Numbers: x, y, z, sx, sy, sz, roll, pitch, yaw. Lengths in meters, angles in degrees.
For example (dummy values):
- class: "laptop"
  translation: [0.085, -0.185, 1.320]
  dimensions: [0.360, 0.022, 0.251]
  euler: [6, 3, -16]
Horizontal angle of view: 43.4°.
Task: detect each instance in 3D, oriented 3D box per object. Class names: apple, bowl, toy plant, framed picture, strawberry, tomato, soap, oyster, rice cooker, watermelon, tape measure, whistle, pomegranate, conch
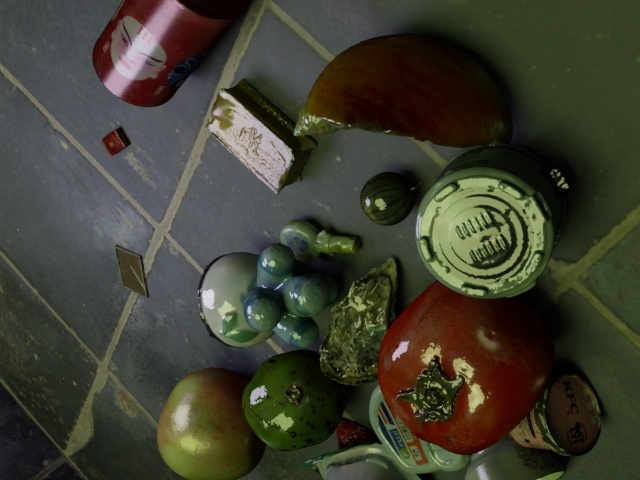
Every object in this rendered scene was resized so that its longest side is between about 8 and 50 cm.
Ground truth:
- class: "apple"
  translation: [0.147, -0.240, 1.354]
  dimensions: [0.346, 0.254, 0.179]
  euler: [15, 153, 22]
- class: "bowl"
  translation: [0.382, 0.469, 1.643]
  dimensions: [0.211, 0.211, 0.112]
  euler: [-56, 50, 46]
- class: "toy plant"
  translation: [-0.097, 0.126, 1.794]
  dimensions: [0.332, 0.247, 0.247]
  euler: [-7, 111, 49]
- class: "framed picture"
  translation: [-0.552, 0.091, 2.352]
  dimensions: [0.109, 0.011, 0.149]
  euler: [20, 129, 32]
- class: "strawberry"
  translation: [0.097, 0.531, 2.024]
  dimensions: [0.187, 0.082, 0.146]
  euler: [52, 130, 8]
- class: "tomato"
  translation: [0.263, 0.222, 1.501]
  dimensions: [0.293, 0.290, 0.325]
  euler: [41, 129, 13]
- class: "soap"
  translation: [-0.131, -0.222, 1.725]
  dimensions: [0.233, 0.076, 0.135]
  euler: [41, 138, 12]
- class: "oyster"
  translation: [0.099, 0.186, 1.756]
  dimensions: [0.162, 0.158, 0.351]
  euler: [8, 125, -13]
- class: "rice cooker"
  translation: [0.289, -0.035, 1.363]
  dimensions: [0.280, 0.227, 0.241]
  euler: [-33, 95, 26]
- class: "watermelon"
  translation: [0.140, -0.085, 1.555]
  dimensions: [0.133, 0.105, 0.105]
  euler: [-25, 99, 32]
- class: "tape measure"
  translation: [0.229, 0.379, 1.764]
  dimensions: [0.246, 0.125, 0.243]
  euler: [-24, 93, 44]
- class: "whistle"
  translation: [0.000, 0.000, 1.776]
  dimensions: [0.198, 0.057, 0.104]
  euler: [2, 129, 33]
- class: "pomegranate"
  translation: [-0.063, 0.389, 1.954]
  dimensions: [0.254, 0.254, 0.270]
  euler: [49, 166, 5]
- class: "conch"
  translation: [0.036, -0.259, 1.535]
  dimensions: [0.173, 0.106, 0.116]
  euler: [12, 143, 20]
- class: "apple"
  translation: [-0.275, 0.498, 2.159]
  dimensions: [0.277, 0.319, 0.319]
  euler: [18, 128, 17]

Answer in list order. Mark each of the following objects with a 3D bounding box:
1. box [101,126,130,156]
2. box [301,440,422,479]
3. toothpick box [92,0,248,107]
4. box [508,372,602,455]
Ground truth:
- class: "box"
  translation: [-0.534, -0.257, 2.098]
  dimensions: [0.082, 0.023, 0.051]
  euler: [-21, 101, 47]
- class: "box"
  translation: [0.137, 0.645, 1.953]
  dimensions: [0.264, 0.106, 0.336]
  euler: [-26, 113, 38]
- class: "toothpick box"
  translation: [-0.314, -0.442, 1.650]
  dimensions: [0.204, 0.204, 0.333]
  euler: [54, 139, -1]
- class: "box"
  translation: [0.433, 0.335, 1.538]
  dimensions: [0.135, 0.151, 0.151]
  euler: [-23, 100, 54]
